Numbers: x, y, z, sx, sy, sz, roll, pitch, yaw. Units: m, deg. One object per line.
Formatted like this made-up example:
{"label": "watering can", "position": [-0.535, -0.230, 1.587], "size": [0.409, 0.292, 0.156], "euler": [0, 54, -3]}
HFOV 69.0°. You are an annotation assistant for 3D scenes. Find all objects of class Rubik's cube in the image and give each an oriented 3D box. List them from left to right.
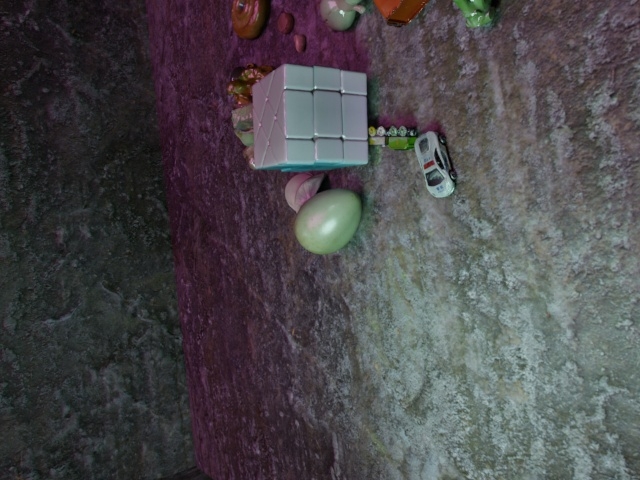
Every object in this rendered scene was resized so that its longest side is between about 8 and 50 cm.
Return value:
{"label": "Rubik's cube", "position": [-0.043, -0.413, 1.641], "size": [0.322, 0.315, 0.319], "euler": [7, 100, 62]}

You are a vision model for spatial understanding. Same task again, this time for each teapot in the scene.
{"label": "teapot", "position": [-0.354, -0.777, 2.219], "size": [0.119, 0.130, 0.166], "euler": [6, 68, 38]}

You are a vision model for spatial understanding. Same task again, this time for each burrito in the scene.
{"label": "burrito", "position": [-0.190, -0.494, 1.883], "size": [0.331, 0.135, 0.190], "euler": [-9, 111, 19]}

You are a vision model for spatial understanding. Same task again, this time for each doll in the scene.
{"label": "doll", "position": [0.074, -0.824, 1.618], "size": [0.155, 0.113, 0.275], "euler": [50, 144, -12]}

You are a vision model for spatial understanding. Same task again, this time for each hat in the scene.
{"label": "hat", "position": [-0.084, -0.184, 1.914], "size": [0.226, 0.164, 0.220], "euler": [18, 109, 28]}

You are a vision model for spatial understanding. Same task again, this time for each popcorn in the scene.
{"label": "popcorn", "position": [-0.268, -0.645, 2.001], "size": [0.237, 0.251, 0.206], "euler": [8, 103, 49]}

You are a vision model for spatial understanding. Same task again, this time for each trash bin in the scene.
{"label": "trash bin", "position": [0.210, -0.790, 1.412], "size": [0.161, 0.184, 0.239], "euler": [-36, 72, 49]}

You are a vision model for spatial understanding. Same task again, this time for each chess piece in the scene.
{"label": "chess piece", "position": [-0.149, -0.923, 1.980], "size": [0.083, 0.038, 0.084], "euler": [5, 96, 53]}

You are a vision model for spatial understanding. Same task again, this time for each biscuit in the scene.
{"label": "biscuit", "position": [-0.338, -1.053, 2.172], "size": [0.274, 0.091, 0.213], "euler": [22, 110, 48]}

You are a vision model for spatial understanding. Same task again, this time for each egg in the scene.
{"label": "egg", "position": [0.033, -0.076, 1.704], "size": [0.295, 0.218, 0.218], "euler": [-40, 63, 37]}

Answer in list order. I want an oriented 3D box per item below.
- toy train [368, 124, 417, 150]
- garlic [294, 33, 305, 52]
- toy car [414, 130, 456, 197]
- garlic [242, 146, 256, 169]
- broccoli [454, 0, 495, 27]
{"label": "toy train", "position": [0.234, -0.338, 1.531], "size": [0.202, 0.060, 0.081], "euler": [17, 114, 53]}
{"label": "garlic", "position": [-0.087, -0.817, 1.912], "size": [0.053, 0.041, 0.083], "euler": [113, 144, -51]}
{"label": "toy car", "position": [0.344, -0.229, 1.403], "size": [0.095, 0.056, 0.205], "euler": [-26, 74, 50]}
{"label": "garlic", "position": [-0.291, -0.402, 2.188], "size": [0.159, 0.102, 0.147], "euler": [20, 97, 38]}
{"label": "broccoli", "position": [0.378, -0.684, 1.171], "size": [0.270, 0.270, 0.270], "euler": [15, 142, 51]}
